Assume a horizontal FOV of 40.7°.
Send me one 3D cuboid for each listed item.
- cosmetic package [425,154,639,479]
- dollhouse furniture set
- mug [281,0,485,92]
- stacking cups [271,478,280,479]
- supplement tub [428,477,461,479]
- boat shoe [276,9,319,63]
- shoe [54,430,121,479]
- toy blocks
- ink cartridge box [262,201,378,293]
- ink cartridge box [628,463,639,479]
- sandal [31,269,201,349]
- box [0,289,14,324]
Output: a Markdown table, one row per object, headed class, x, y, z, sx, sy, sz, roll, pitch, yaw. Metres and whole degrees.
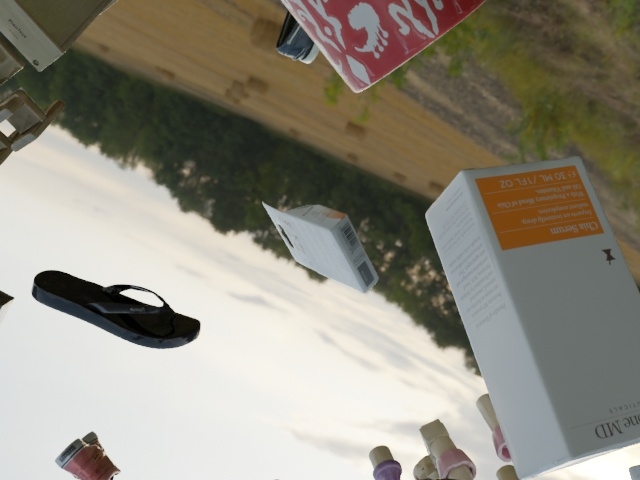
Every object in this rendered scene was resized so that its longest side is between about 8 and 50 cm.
| class | x | y | z | sx | sy | sz | roll | pitch | yaw |
| --- | --- | --- | --- | --- | --- | --- | --- | --- | --- |
| cosmetic package | 0.355 | 0.109 | 1.335 | 0.230 | 0.453 | 0.161 | -9 | 159 | -21 |
| dollhouse furniture set | -0.379 | -0.239 | 1.023 | 0.212 | 0.242 | 0.161 | 49 | -145 | -25 |
| mug | 0.022 | -0.186 | 0.471 | 0.169 | 0.150 | 0.113 | 54 | 177 | -9 |
| stacking cups | -0.036 | 0.693 | 2.021 | 0.096 | 0.096 | 0.316 | 20 | -160 | -41 |
| supplement tub | 0.128 | 0.333 | 0.822 | 0.106 | 0.198 | 0.106 | -12 | -156 | 5 |
| boat shoe | -0.020 | -0.460 | 1.599 | 0.079 | 0.255 | 0.095 | 14 | -172 | -31 |
| shoe | -0.348 | 0.342 | 1.310 | 0.081 | 0.063 | 0.178 | 45 | 168 | 2 |
| toy blocks | 0.255 | 0.491 | 1.518 | 0.260 | 0.308 | 0.289 | -117 | 4 | -53 |
| ink cartridge box | 0.000 | 0.000 | 1.381 | 0.179 | 0.045 | 0.145 | 26 | 153 | 47 |
| ink cartridge box | 0.611 | 0.461 | 1.257 | 0.226 | 0.306 | 0.131 | -24 | 151 | 31 |
| sandal | -0.296 | 0.094 | 1.261 | 0.254 | 0.055 | 0.097 | 19 | -159 | -5 |
| box | -0.498 | 0.113 | 1.268 | 0.052 | 0.083 | 0.062 | 30 | -173 | -6 |
